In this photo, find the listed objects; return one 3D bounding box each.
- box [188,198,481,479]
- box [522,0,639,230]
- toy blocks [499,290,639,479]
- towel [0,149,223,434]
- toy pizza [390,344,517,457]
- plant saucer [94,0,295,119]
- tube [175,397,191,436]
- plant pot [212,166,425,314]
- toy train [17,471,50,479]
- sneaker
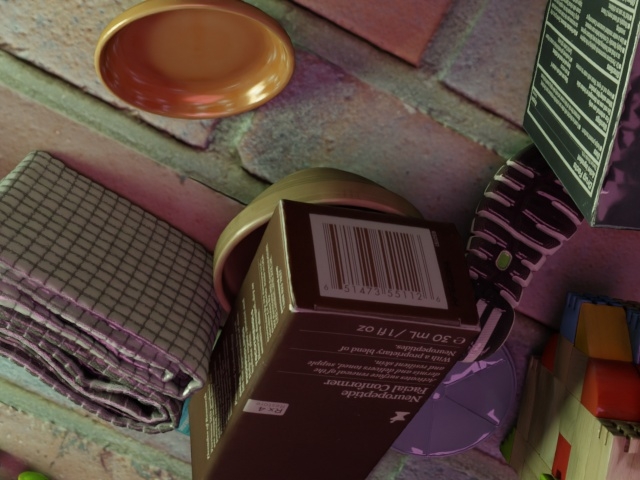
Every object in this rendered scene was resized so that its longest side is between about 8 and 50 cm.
[{"bbox_3d":[-0.006,0.138,1.020,0.191,0.143,0.381,7,140,-18],"label":"box"},{"bbox_3d":[0.323,-0.192,0.890,0.182,0.296,0.294,6,114,-3],"label":"box"},{"bbox_3d":[0.307,0.177,1.037,0.190,0.381,0.261,8,98,-5],"label":"toy blocks"},{"bbox_3d":[-0.247,0.056,1.027,0.283,0.235,0.121,31,115,-12],"label":"towel"},{"bbox_3d":[0.139,0.177,1.187,0.201,0.032,0.201,0,112,0],"label":"toy pizza"},{"bbox_3d":[-0.125,-0.188,0.976,0.199,0.037,0.200,-4,155,-2],"label":"plant saucer"},{"bbox_3d":[-0.125,0.228,1.203,0.207,0.052,0.080,26,117,-16],"label":"tube"},{"bbox_3d":[0.000,0.000,1.048,0.237,0.110,0.237,-5,139,-4],"label":"plant pot"},{"bbox_3d":[-0.381,0.361,1.233,0.248,0.105,0.143,28,97,-12],"label":"toy train"},{"bbox_3d":[0.189,0.015,1.086,0.106,0.162,0.281,37,73,-1],"label":"sneaker"}]
